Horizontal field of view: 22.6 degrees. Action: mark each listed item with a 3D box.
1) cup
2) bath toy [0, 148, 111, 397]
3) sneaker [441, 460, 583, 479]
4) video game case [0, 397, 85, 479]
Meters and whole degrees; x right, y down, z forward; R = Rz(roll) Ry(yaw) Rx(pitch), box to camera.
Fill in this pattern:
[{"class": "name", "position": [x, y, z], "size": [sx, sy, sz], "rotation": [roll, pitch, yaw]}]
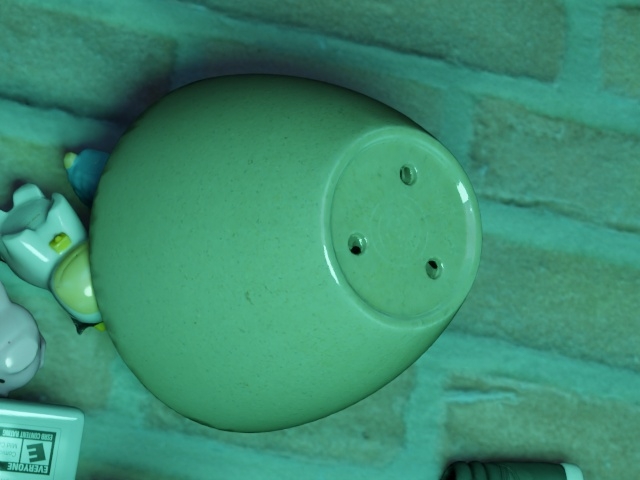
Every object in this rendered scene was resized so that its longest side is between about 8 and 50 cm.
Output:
[{"class": "cup", "position": [0.000, 0.000, 1.384], "size": [0.331, 0.237, 0.331], "rotation": [5, 81, -34]}, {"class": "bath toy", "position": [-0.283, 0.071, 1.432], "size": [0.348, 0.151, 0.129], "rotation": [-40, 129, -19]}, {"class": "sneaker", "position": [0.149, 0.335, 1.465], "size": [0.147, 0.104, 0.296], "rotation": [12, 68, -7]}, {"class": "video game case", "position": [-0.381, 0.268, 1.331], "size": [0.329, 0.036, 0.300], "rotation": [9, 94, -19]}]
